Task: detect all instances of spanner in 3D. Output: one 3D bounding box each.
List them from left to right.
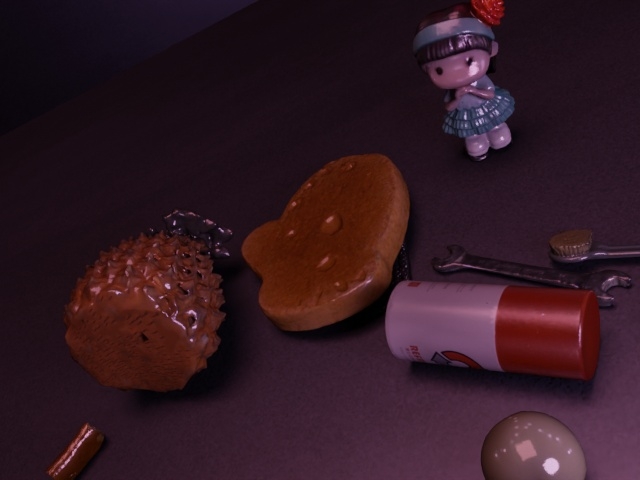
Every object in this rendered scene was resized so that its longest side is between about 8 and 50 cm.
[{"bbox_3d":[0.252,0.039,0.784,0.254,0.015,0.054,11,51,42],"label":"spanner"}]

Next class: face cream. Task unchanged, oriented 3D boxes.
[{"bbox_3d":[0.187,0.096,0.693,0.214,0.096,0.096,0,46,35],"label":"face cream"}]

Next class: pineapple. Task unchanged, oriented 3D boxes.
[{"bbox_3d":[-0.236,0.056,0.972,0.223,0.223,0.357,-18,27,17],"label":"pineapple"}]

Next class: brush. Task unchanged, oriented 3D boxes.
[{"bbox_3d":[0.398,0.004,0.709,0.266,0.027,0.062,-2,23,31],"label":"brush"}]

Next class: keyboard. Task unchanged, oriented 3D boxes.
[{"bbox_3d":[0.100,0.027,0.905,0.060,0.018,0.195,-21,36,18],"label":"keyboard"}]

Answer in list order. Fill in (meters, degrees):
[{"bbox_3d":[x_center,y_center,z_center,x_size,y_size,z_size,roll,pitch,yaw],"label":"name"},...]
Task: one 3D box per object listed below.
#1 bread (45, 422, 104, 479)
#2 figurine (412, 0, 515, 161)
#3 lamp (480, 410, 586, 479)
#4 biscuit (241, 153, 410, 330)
[{"bbox_3d":[-0.341,0.298,0.871,0.036,0.047,0.083,28,63,16],"label":"bread"},{"bbox_3d":[0.231,-0.244,0.941,0.138,0.245,0.110,-20,36,15],"label":"figurine"},{"bbox_3d":[0.208,0.230,0.539,0.091,0.091,0.163,-29,51,2],"label":"lamp"},{"bbox_3d":[0.001,0.001,0.966,0.287,0.057,0.344,-16,38,27],"label":"biscuit"}]
